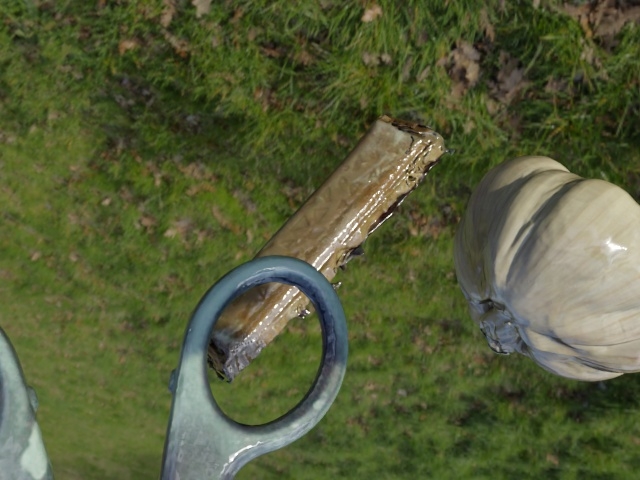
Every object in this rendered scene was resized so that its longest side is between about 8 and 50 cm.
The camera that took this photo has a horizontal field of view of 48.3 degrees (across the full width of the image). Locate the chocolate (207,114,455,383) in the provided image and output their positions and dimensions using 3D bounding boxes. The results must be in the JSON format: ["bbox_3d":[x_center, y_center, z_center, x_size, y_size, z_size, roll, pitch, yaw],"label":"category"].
[{"bbox_3d":[-0.005,-0.005,0.708,0.102,0.329,0.065,28,163,51],"label":"chocolate"}]

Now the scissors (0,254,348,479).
[{"bbox_3d":[-0.092,0.195,0.314,0.255,0.384,0.029,-2,164,-16],"label":"scissors"}]

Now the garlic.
[{"bbox_3d":[0.217,0.035,0.660,0.228,0.152,0.228,42,153,27],"label":"garlic"}]
